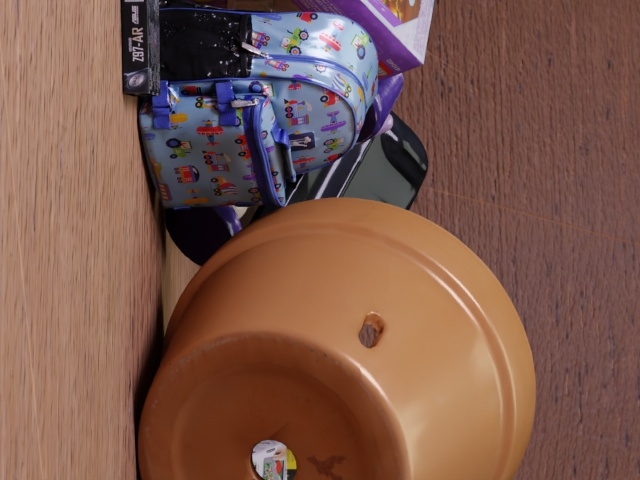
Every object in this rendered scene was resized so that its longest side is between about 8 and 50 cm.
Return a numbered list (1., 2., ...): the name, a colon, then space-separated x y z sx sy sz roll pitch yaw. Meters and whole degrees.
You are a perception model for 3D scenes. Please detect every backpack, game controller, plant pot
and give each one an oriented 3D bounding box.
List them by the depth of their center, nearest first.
1. plant pot: -0.005 0.129 1.286 0.203 0.291 0.291 -35 126 -68
2. backpack: -0.043 -0.100 1.326 0.158 0.173 0.117 89 1 -57
3. game controller: 0.000 0.000 1.795 0.166 0.067 0.319 44 70 -46

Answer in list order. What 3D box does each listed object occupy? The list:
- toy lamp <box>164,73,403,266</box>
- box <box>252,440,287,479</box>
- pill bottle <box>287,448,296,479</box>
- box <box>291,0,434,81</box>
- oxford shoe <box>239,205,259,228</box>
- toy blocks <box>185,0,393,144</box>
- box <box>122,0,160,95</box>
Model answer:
1. toy lamp: -0.020 -0.080 1.489 0.274 0.080 0.080 -44 144 -41
2. box: -0.073 0.298 1.645 0.114 0.036 0.207 -11 102 -58
3. pill bottle: -0.010 0.266 1.758 0.119 0.208 0.119 -1 90 -89
4. box: 0.028 -0.310 1.521 0.201 0.057 0.293 41 45 -36
5. oxford shoe: -0.046 -0.101 1.972 0.169 0.130 0.449 49 38 -46
6. toy blocks: 0.006 -0.268 1.675 0.288 0.260 0.309 -88 177 -58
7. box: -0.123 -0.141 1.212 0.067 0.018 0.083 -72 161 -86
